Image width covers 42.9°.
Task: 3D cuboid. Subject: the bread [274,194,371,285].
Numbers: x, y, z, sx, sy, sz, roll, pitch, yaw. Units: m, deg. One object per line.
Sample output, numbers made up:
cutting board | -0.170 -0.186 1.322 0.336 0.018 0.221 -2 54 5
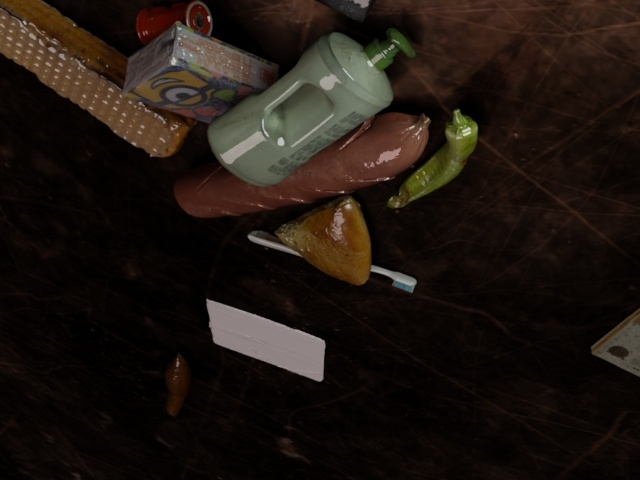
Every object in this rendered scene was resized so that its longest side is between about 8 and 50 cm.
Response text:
bread | 0.022 0.013 1.140 0.154 0.054 0.136 -16 122 46

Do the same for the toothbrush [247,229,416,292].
toothbrush | 0.015 0.026 1.196 0.263 0.022 0.026 18 132 11

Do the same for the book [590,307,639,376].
book | 0.460 0.130 1.049 0.139 0.016 0.198 26 144 0

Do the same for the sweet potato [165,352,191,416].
sweet potato | -0.300 0.303 1.716 0.057 0.057 0.264 22 145 6

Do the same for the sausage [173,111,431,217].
sausage | -0.038 -0.087 1.034 0.433 0.087 0.088 -11 130 40

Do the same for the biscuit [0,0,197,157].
biscuit | -0.334 -0.238 1.051 0.379 0.054 0.094 34 142 -10

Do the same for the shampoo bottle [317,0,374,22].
shampoo bottle | -0.036 -0.288 0.802 0.208 0.063 0.057 27 155 -3

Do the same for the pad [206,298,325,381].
pad | -0.100 0.183 1.482 0.232 0.004 0.156 18 144 12

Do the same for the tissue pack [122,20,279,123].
tissue pack | -0.137 -0.187 0.942 0.148 0.060 0.109 13 160 -40

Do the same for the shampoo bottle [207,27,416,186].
shampoo bottle | -0.003 -0.153 0.887 0.234 0.087 0.118 -32 147 28

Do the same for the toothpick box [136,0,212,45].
toothpick box | -0.171 -0.250 0.942 0.083 0.047 0.047 2 138 31

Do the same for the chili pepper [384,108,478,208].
chili pepper | 0.139 -0.086 0.959 0.043 0.049 0.208 58 151 16
